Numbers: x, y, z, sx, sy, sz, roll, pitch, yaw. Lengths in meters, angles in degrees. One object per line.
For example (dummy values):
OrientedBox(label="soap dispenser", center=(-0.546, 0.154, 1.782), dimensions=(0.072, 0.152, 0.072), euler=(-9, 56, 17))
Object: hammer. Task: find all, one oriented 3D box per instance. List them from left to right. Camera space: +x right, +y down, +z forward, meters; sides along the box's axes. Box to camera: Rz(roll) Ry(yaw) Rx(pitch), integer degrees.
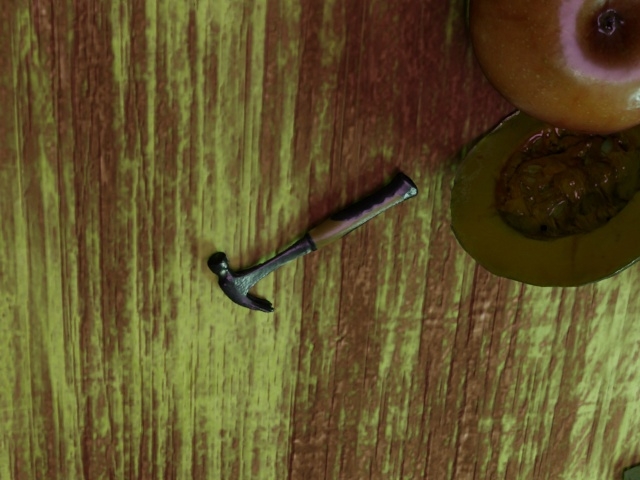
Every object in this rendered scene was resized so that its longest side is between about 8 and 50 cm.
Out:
OrientedBox(label="hammer", center=(0.000, 0.000, 1.224), dimensions=(0.201, 0.021, 0.078), euler=(-29, 123, 1))

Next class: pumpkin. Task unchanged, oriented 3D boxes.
OrientedBox(label="pumpkin", center=(0.230, -0.032, 1.181), dimensions=(0.217, 0.217, 0.110), euler=(-36, 141, 5))

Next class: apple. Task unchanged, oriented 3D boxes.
OrientedBox(label="apple", center=(0.224, -0.186, 1.098), dimensions=(0.201, 0.162, 0.201), euler=(-3, 109, -8))

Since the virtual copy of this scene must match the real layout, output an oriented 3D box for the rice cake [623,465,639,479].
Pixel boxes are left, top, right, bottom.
OrientedBox(label="rice cake", center=(0.425, 0.315, 1.521), dimensions=(0.189, 0.037, 0.198), euler=(-22, 123, -4))
